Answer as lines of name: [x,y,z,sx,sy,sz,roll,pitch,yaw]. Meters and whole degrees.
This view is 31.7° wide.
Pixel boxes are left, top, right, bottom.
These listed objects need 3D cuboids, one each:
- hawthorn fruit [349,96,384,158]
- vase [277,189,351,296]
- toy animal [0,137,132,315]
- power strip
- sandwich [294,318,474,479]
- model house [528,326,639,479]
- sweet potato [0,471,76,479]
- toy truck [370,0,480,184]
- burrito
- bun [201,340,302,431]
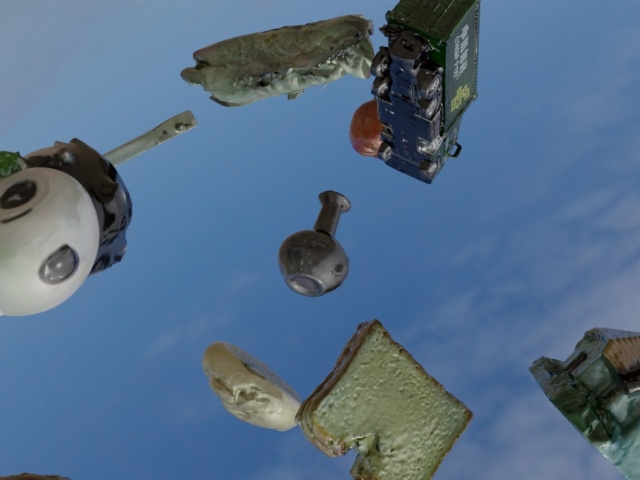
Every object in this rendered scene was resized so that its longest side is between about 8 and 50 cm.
hawthorn fruit: [0.110,-0.224,2.224,0.125,0.140,0.125,-35,-173,5]
vase: [0.000,0.000,1.851,0.120,0.120,0.183,-15,-135,41]
toy animal: [-0.378,-0.023,1.504,0.212,0.213,0.267,-26,-172,18]
power strip: [-0.257,-0.150,1.687,0.080,0.029,0.227,-33,-170,-36]
sandwich: [0.115,0.322,2.033,0.249,0.273,0.095,-51,-171,-24]
model house: [0.503,0.216,1.753,0.249,0.230,0.280,-46,-174,6]
sweet potato: [-0.372,0.422,1.728,0.109,0.385,0.109,-168,-90,-76]
toy truck: [0.123,-0.179,1.327,0.088,0.259,0.121,28,-113,19]
burrito: [-0.059,-0.229,1.454,0.309,0.066,0.096,-4,-105,37]
bun: [-0.143,0.302,2.267,0.116,0.237,0.210,-50,172,0]
